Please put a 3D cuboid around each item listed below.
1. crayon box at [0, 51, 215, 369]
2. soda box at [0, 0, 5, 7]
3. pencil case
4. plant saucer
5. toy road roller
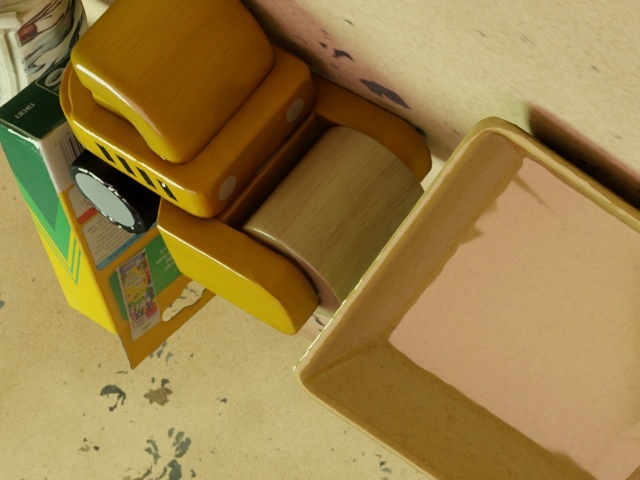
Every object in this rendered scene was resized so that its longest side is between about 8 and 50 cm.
[{"bbox_3d":[-0.186,-0.052,1.841,0.083,0.203,0.323,27,147,36],"label":"crayon box"},{"bbox_3d":[-0.291,-0.216,1.396,0.098,0.286,0.091,31,169,17],"label":"soda box"},{"bbox_3d":[-0.304,-0.230,1.747,0.410,0.159,0.184,124,127,-81],"label":"pencil case"},{"bbox_3d":[0.194,0.085,1.477,0.332,0.081,0.333,35,128,-1],"label":"plant saucer"},{"bbox_3d":[-0.082,-0.098,1.599,0.329,0.202,0.241,30,159,26],"label":"toy road roller"}]
